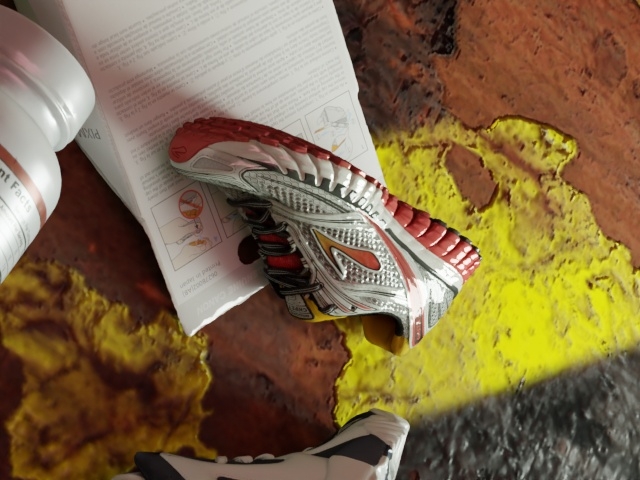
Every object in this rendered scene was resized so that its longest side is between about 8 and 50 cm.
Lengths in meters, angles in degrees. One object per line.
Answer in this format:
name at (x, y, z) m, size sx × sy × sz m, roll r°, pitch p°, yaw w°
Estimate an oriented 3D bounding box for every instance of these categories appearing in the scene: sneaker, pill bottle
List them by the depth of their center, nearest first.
pill bottle at (-0.210, -0.015, 0.917) m, size 0.121 × 0.121 × 0.216 m, roll 42°, pitch 63°, yaw -19°
sneaker at (-0.046, 0.146, 1.012) m, size 0.153 × 0.094 × 0.235 m, roll 17°, pitch 32°, yaw 12°
sneaker at (0.000, 0.000, 1.052) m, size 0.225 × 0.088 × 0.093 m, roll 32°, pitch 85°, yaw -35°

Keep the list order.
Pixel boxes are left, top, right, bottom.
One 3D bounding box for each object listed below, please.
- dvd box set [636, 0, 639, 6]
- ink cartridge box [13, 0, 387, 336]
dvd box set at (0.367, -0.210, 1.341) m, size 0.307 × 0.062 × 0.420 m, roll -42°, pitch 104°, yaw -29°
ink cartridge box at (-0.063, -0.085, 1.075) m, size 0.181 × 0.056 × 0.225 m, roll -33°, pitch 118°, yaw -31°
